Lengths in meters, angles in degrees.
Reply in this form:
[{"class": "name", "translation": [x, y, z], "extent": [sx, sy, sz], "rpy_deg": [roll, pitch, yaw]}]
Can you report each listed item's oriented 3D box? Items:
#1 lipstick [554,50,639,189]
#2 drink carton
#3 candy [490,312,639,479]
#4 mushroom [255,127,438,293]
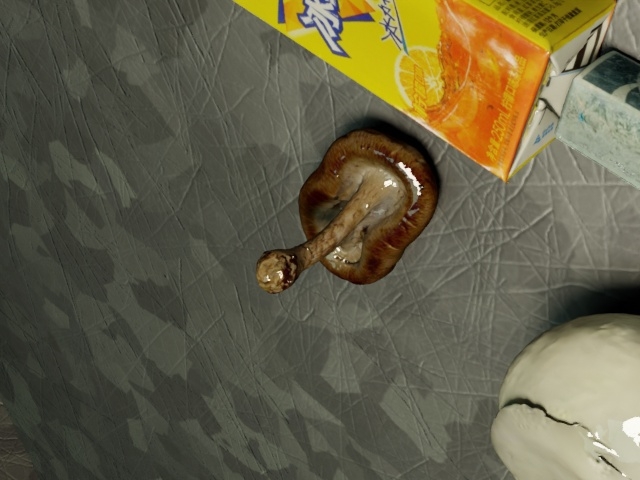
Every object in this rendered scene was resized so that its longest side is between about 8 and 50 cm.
[{"class": "lipstick", "translation": [0.322, -0.050, 0.886], "extent": [0.289, 0.077, 0.076], "rpy_deg": [35, 142, 26]}, {"class": "drink carton", "translation": [0.072, -0.217, 1.003], "extent": [0.351, 0.111, 0.154], "rpy_deg": [36, 142, 23]}, {"class": "candy", "translation": [0.298, 0.184, 1.029], "extent": [0.295, 0.185, 0.295], "rpy_deg": [33, 156, 17]}, {"class": "mushroom", "translation": [0.000, 0.000, 1.183], "extent": [0.148, 0.217, 0.227], "rpy_deg": [42, 144, 15]}]
